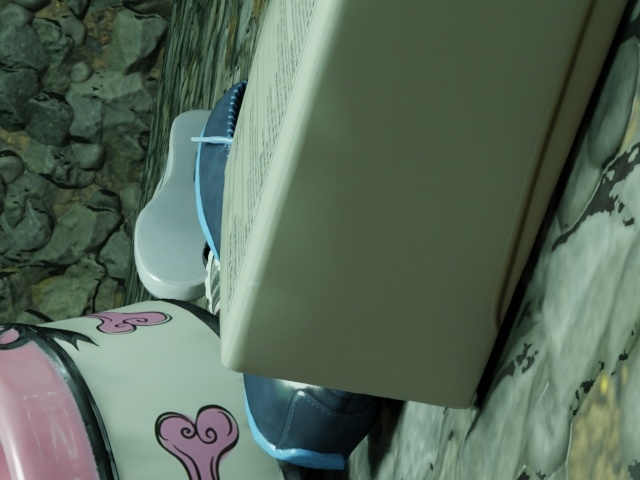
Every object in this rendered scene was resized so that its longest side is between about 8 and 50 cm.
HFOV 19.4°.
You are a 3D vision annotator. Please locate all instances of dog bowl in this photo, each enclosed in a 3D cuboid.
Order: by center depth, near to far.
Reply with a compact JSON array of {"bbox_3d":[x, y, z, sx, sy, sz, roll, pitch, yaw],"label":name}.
[{"bbox_3d":[-0.163,0.232,1.083,0.408,0.150,0.408,-15,72,57],"label":"dog bowl"}]

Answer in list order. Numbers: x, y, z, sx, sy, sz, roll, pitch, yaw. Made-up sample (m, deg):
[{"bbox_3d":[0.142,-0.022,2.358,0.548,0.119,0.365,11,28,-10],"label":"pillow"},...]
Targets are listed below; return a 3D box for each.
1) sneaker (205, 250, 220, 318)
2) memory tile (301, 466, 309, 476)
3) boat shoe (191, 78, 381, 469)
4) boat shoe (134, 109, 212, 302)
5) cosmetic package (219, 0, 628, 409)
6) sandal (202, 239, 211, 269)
[{"bbox_3d":[-0.037,0.058,1.121,0.075,0.063,0.170,143,132,-76],"label":"sneaker"},{"bbox_3d":[-0.014,0.101,1.161,0.148,0.012,0.113,117,161,-59],"label":"memory tile"},{"bbox_3d":[0.000,0.000,1.005,0.089,0.109,0.258,-61,36,41],"label":"boat shoe"},{"bbox_3d":[-0.109,-0.014,1.636,0.258,0.095,0.084,-75,-2,-54],"label":"boat shoe"},{"bbox_3d":[0.046,-0.104,0.748,0.160,0.113,0.309,-93,16,-55],"label":"cosmetic package"},{"bbox_3d":[-0.050,-0.007,1.350,0.254,0.054,0.097,156,124,-78],"label":"sandal"}]
